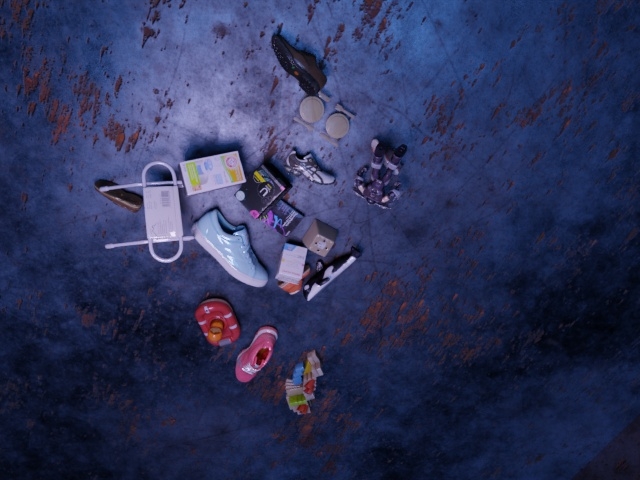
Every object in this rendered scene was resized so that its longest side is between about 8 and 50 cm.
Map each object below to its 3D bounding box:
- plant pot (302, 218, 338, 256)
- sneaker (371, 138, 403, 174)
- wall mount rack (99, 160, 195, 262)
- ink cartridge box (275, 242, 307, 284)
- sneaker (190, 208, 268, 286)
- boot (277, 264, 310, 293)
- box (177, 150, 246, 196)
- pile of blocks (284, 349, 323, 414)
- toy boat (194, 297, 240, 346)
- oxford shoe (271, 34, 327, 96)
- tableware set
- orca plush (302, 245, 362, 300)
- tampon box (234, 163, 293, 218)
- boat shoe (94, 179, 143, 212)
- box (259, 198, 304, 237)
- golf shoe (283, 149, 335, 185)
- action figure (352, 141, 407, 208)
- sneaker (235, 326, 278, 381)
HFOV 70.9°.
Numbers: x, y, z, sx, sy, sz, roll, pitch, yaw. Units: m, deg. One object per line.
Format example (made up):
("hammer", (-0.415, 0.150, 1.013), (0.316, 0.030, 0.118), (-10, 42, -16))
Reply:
("plant pot", (0.000, 0.000, 1.737), (0.108, 0.096, 0.109), (27, 112, -16))
("sneaker", (0.245, -0.315, 1.631), (0.065, 0.061, 0.158), (-46, 114, -12))
("wall mount rack", (-0.604, -0.093, 1.573), (0.303, 0.130, 0.351), (-5, 91, -19))
("ink cartridge box", (-0.116, 0.098, 1.741), (0.092, 0.143, 0.090), (16, 159, -11))
("sneaker", (-0.312, 0.030, 1.712), (0.150, 0.135, 0.366), (-40, 112, 20))
("boot", (-0.090, 0.161, 1.837), (0.157, 0.059, 0.084), (-34, 117, 22))
("box", (-0.374, -0.229, 1.548), (0.203, 0.103, 0.114), (-16, 97, -19))
("pile of blocks", (-0.083, 0.671, 2.053), (0.148, 0.113, 0.363), (10, 115, -8))
("toy boat", (-0.429, 0.357, 1.856), (0.150, 0.151, 0.231), (-17, 116, 4))
("oxford shoe", (-0.068, -0.585, 1.467), (0.227, 0.082, 0.096), (47, 73, -13))
("tableware set", (0.011, -0.427, 1.562), (0.194, 0.039, 0.128), (28, 100, -22))
("orca plush", (0.025, 0.111, 1.794), (0.287, 0.151, 0.102), (-44, 79, 20))
("tampon box", (-0.204, -0.178, 1.614), (0.161, 0.101, 0.120), (-44, 87, 17))
("boat shoe", (-0.739, -0.155, 1.635), (0.177, 0.064, 0.060), (28, 130, -11))
("box", (-0.158, -0.098, 1.717), (0.162, 0.029, 0.116), (35, 109, -19))
("golf shoe", (-0.029, -0.262, 1.619), (0.198, 0.077, 0.094), (17, 114, -13))
("action figure", (0.216, -0.221, 1.613), (0.185, 0.099, 0.285), (18, 143, 1))
("sneaker", (-0.291, 0.519, 1.952), (0.115, 0.136, 0.314), (26, 112, -14))
